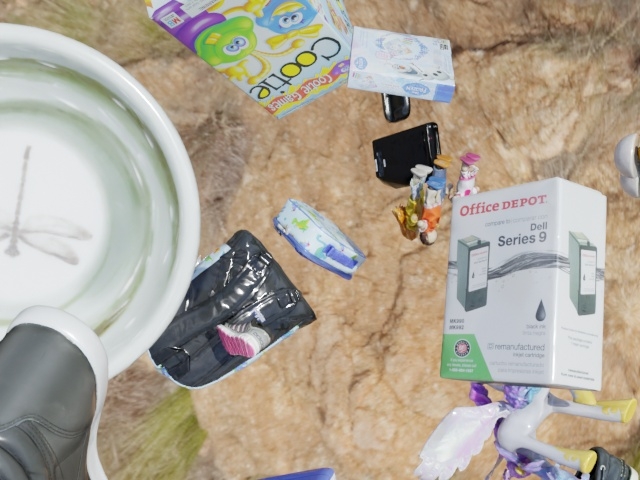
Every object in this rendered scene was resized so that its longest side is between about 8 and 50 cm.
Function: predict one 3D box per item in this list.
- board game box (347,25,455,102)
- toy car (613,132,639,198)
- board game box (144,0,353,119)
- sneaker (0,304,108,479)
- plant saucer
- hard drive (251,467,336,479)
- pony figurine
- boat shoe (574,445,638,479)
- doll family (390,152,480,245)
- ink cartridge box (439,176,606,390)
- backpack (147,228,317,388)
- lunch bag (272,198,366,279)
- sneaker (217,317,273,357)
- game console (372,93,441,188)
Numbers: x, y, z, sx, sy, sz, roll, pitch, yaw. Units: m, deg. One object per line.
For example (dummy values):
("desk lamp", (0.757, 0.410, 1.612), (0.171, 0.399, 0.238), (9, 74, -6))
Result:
("board game box", (0.070, -0.156, 0.671), (0.090, 0.090, 0.020), (9, 129, -1))
("toy car", (0.592, -0.150, 1.291), (0.159, 0.182, 0.136), (4, 68, 31))
("board game box", (-0.076, -0.280, 0.896), (0.142, 0.275, 0.144), (-26, 66, 18))
("sneaker", (-0.220, 0.197, 0.530), (0.105, 0.147, 0.295), (18, 126, 10))
("plant saucer", (-0.332, -0.025, 0.825), (0.401, 0.100, 0.400), (-1, 97, -9))
("hard drive", (-0.111, 0.399, 1.037), (0.210, 0.319, 0.040), (-14, 91, 14))
("pony figurine", (0.401, 0.385, 1.557), (0.363, 0.303, 0.351), (23, 89, 44))
("boat shoe", (0.498, 0.557, 1.526), (0.113, 0.127, 0.340), (45, 78, -6))
("doll family", (0.229, -0.085, 1.573), (0.118, 0.263, 0.163), (22, 123, 28))
("ink cartridge box", (0.297, 0.069, 1.131), (0.211, 0.122, 0.289), (-10, 70, 52))
("backpack", (-0.243, 0.190, 1.796), (0.355, 0.273, 0.290), (-44, 102, -20))
("lunch bag", (0.000, 0.000, 1.793), (0.090, 0.219, 0.176), (-51, 51, 7))
("sneaker", (-0.152, 0.194, 1.559), (0.170, 0.075, 0.063), (2, 116, 58))
("game console", (0.196, -0.309, 1.839), (0.213, 0.044, 0.361), (-7, 90, 57))
